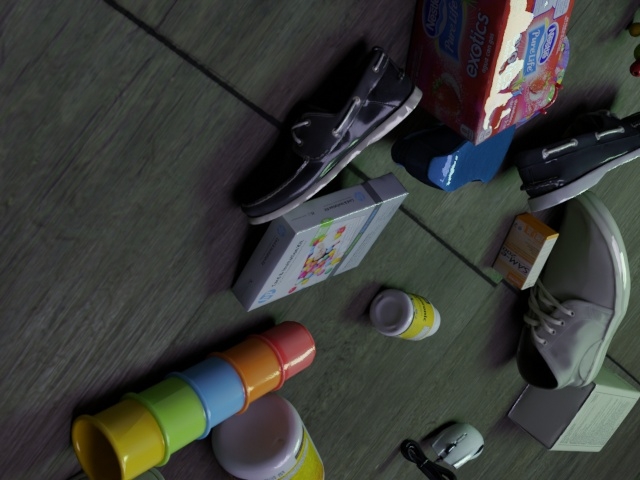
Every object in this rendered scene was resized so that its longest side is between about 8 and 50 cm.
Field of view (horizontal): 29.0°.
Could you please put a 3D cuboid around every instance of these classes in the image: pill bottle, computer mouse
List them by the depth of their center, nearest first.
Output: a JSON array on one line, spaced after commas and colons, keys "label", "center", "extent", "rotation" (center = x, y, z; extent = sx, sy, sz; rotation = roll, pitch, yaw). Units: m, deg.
[{"label": "pill bottle", "center": [-0.062, 0.290, 1.617], "extent": [0.117, 0.117, 0.215], "rotation": [-43, 149, -14]}, {"label": "pill bottle", "center": [0.121, 0.105, 1.716], "extent": [0.065, 0.065, 0.116], "rotation": [-56, 151, 9]}, {"label": "computer mouse", "center": [0.224, 0.352, 2.115], "extent": [0.193, 0.106, 0.042], "rotation": [-24, 148, -53]}]

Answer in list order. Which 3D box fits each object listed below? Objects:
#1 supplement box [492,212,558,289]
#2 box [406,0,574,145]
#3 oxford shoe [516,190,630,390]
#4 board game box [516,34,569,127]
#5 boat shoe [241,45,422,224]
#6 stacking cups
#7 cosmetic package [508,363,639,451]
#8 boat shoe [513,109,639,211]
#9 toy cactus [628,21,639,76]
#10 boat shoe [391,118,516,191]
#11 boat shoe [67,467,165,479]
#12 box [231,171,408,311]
[{"label": "supplement box", "center": [0.311, 0.016, 1.880], "extent": [0.036, 0.062, 0.098], "rotation": [-14, 133, -48]}, {"label": "box", "center": [0.190, -0.251, 1.355], "extent": [0.128, 0.122, 0.257], "rotation": [-29, 144, -31]}, {"label": "oxford shoe", "center": [0.402, 0.104, 2.025], "extent": [0.130, 0.169, 0.449], "rotation": [-16, 140, -14]}, {"label": "board game box", "center": [0.286, -0.195, 1.641], "extent": [0.168, 0.033, 0.133], "rotation": [-33, 146, -27]}, {"label": "boat shoe", "center": [-0.002, -0.110, 1.321], "extent": [0.233, 0.084, 0.079], "rotation": [-42, 112, -2]}, {"label": "stacking cups", "center": [-0.130, 0.185, 1.429], "extent": [0.316, 0.096, 0.096], "rotation": [-23, 140, -40]}, {"label": "cosmetic package", "center": [0.505, 0.323, 2.438], "extent": [0.160, 0.113, 0.309], "rotation": [-56, 149, 8]}, {"label": "boat shoe", "center": [0.393, -0.141, 1.780], "extent": [0.302, 0.091, 0.114], "rotation": [-31, -171, -40]}, {"label": "toy cactus", "center": [0.487, -0.346, 1.710], "extent": [0.180, 0.112, 0.219], "rotation": [-49, 154, -44]}, {"label": "boat shoe", "center": [0.165, -0.124, 1.495], "extent": [0.258, 0.089, 0.109], "rotation": [-11, 121, -65]}, {"label": "boat shoe", "center": [-0.286, 0.341, 1.389], "extent": [0.254, 0.095, 0.079], "rotation": [-32, 144, -27]}, {"label": "box", "center": [0.000, 0.000, 1.427], "extent": [0.186, 0.038, 0.145], "rotation": [-19, 153, -42]}]
